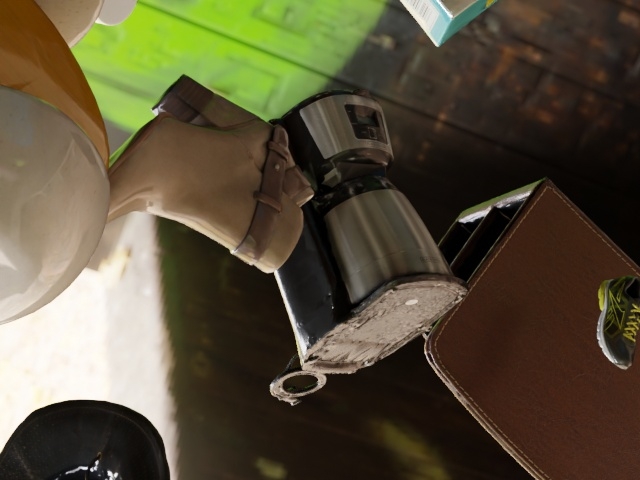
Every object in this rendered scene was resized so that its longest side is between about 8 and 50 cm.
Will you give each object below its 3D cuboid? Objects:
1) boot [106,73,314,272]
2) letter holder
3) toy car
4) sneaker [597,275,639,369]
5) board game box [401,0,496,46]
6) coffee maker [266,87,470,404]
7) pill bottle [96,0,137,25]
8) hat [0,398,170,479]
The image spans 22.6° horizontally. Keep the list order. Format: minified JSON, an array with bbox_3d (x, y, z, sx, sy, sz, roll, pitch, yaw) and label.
[{"bbox_3d":[-0.049,-0.018,0.696,0.042,0.087,0.118,-33,18,46],"label":"boot"},{"bbox_3d":[0.216,0.133,1.450,0.214,0.302,0.152,-53,12,-23],"label":"letter holder"},{"bbox_3d":[-0.142,-0.060,0.435,0.136,0.182,0.159,-21,43,14],"label":"toy car"},{"bbox_3d":[0.242,0.062,1.277,0.035,0.031,0.083,-30,47,38],"label":"sneaker"},{"bbox_3d":[0.159,-0.373,1.414,0.336,0.253,0.079,-37,-6,-12],"label":"board game box"},{"bbox_3d":[0.000,0.000,1.204,0.171,0.120,0.178,-29,64,11],"label":"coffee maker"},{"bbox_3d":[-0.269,-0.274,1.677,0.160,0.087,0.087,21,91,33],"label":"pill bottle"},{"bbox_3d":[-0.228,0.316,1.599,0.331,0.134,0.331,-26,48,33],"label":"hat"}]
